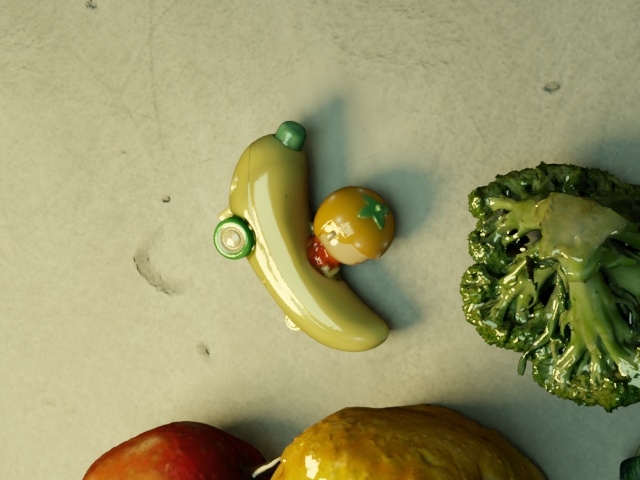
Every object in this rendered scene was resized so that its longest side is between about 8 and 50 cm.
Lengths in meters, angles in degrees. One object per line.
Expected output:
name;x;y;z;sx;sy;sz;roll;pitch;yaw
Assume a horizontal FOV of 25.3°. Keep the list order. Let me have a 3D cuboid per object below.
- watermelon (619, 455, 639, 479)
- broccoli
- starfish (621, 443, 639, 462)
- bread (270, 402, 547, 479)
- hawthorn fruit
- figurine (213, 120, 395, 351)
watermelon;0.469;0.350;1.740;0.202;0.136;0.207;-10;95;16
broccoli;0.311;0.038;1.707;0.321;0.283;0.303;14;75;20
starfish;0.442;0.199;1.790;0.217;0.050;0.223;29;113;-2
bread;0.125;0.338;1.786;0.361;0.394;0.250;20;89;23
hawthorn fruit;-0.177;0.383;1.968;0.369;0.285;0.284;-35;82;20
figurine;0.000;0.000;1.931;0.222;0.124;0.324;-36;85;20
